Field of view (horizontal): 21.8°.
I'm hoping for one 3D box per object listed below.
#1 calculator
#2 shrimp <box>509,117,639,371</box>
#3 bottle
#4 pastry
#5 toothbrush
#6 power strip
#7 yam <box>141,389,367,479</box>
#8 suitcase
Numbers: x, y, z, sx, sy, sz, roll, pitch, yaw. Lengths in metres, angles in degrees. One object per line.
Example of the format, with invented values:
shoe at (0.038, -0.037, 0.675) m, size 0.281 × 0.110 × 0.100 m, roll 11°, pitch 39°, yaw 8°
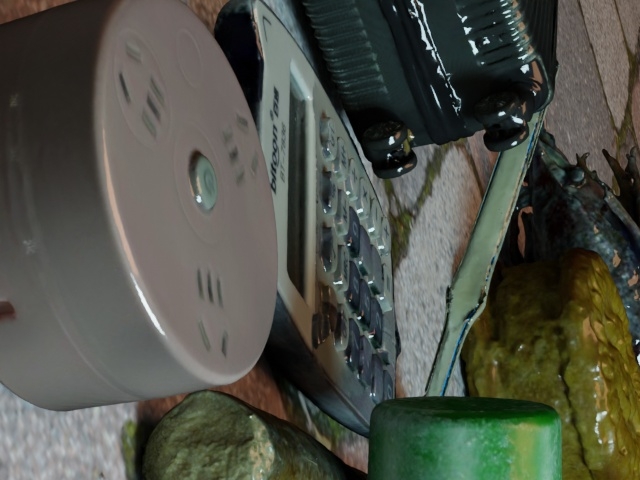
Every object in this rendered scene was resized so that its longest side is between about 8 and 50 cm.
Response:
calculator at (0.000, 0.000, 0.876) m, size 0.268 × 0.040 × 0.177 m, roll 52°, pitch 33°, yaw -52°
shrimp at (0.218, 0.034, 1.347) m, size 0.137 × 0.172 × 0.372 m, roll -12°, pitch 77°, yaw -48°
bottle at (0.062, 0.237, 0.740) m, size 0.093 × 0.093 × 0.330 m, roll 1°, pitch 90°, yaw -70°
pastry at (0.172, 0.096, 1.196) m, size 0.188 × 0.103 × 0.189 m, roll -12°, pitch 90°, yaw -71°
toothbrush at (0.099, 0.010, 1.022) m, size 0.028 × 0.026 × 0.294 m, roll 62°, pitch 45°, yaw -70°
power strip at (-0.076, -0.016, 0.621) m, size 0.154 × 0.078 × 0.154 m, roll -12°, pitch 90°, yaw -69°
yam at (0.001, 0.127, 0.786) m, size 0.274 × 0.061 × 0.061 m, roll 41°, pitch 42°, yaw -62°
suitcase at (0.064, -0.192, 1.021) m, size 0.312 × 0.128 × 0.202 m, roll -74°, pitch 146°, yaw -56°
